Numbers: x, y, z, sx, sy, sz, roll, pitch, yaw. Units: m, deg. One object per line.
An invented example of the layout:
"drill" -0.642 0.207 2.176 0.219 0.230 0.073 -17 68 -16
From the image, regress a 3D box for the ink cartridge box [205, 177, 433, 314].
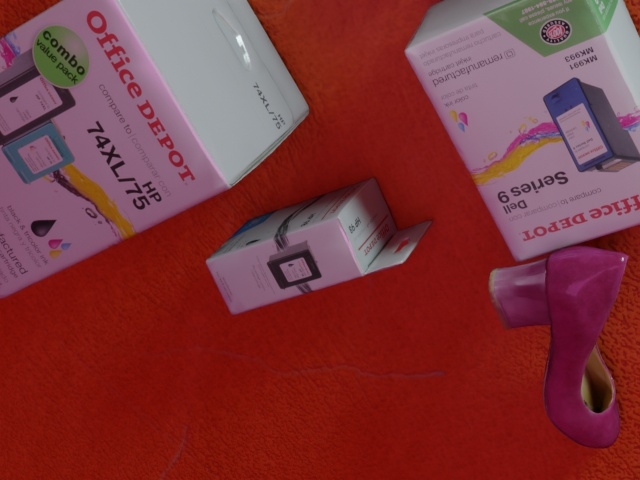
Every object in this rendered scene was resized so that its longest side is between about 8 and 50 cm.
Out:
"ink cartridge box" 0.000 0.000 1.190 0.180 0.104 0.060 -18 105 27

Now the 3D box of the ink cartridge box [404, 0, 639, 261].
"ink cartridge box" 0.188 -0.107 1.061 0.154 0.093 0.212 -18 115 28

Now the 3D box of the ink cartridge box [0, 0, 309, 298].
"ink cartridge box" -0.191 -0.113 1.157 0.270 0.197 0.198 -24 103 29

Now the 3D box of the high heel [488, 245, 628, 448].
"high heel" 0.242 0.096 1.124 0.117 0.082 0.244 -10 127 31
